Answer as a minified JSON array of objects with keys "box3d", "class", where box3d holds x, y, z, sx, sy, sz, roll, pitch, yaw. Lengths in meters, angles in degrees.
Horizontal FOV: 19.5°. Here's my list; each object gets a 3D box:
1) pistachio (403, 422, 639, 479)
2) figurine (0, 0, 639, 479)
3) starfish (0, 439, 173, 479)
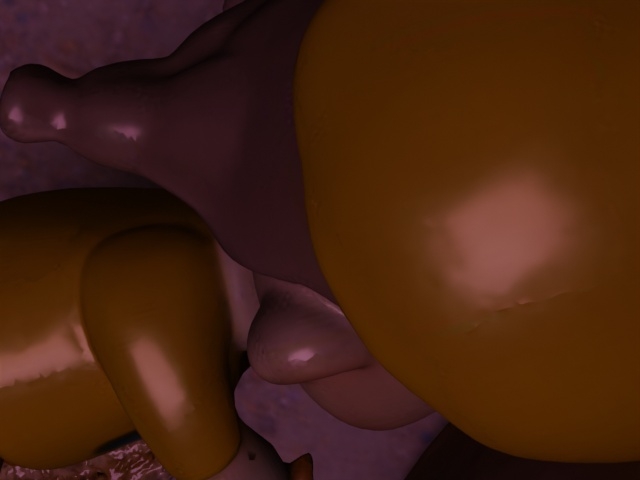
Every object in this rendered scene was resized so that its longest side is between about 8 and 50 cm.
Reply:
[{"box3d":[0.085,0.155,0.660,0.260,0.163,0.213,-26,68,47],"class":"pistachio"},{"box3d":[0.000,0.000,0.552,0.343,0.215,0.187,-22,105,23],"class":"figurine"},{"box3d":[-0.152,0.116,0.762,0.238,0.071,0.216,5,113,23],"class":"starfish"}]
